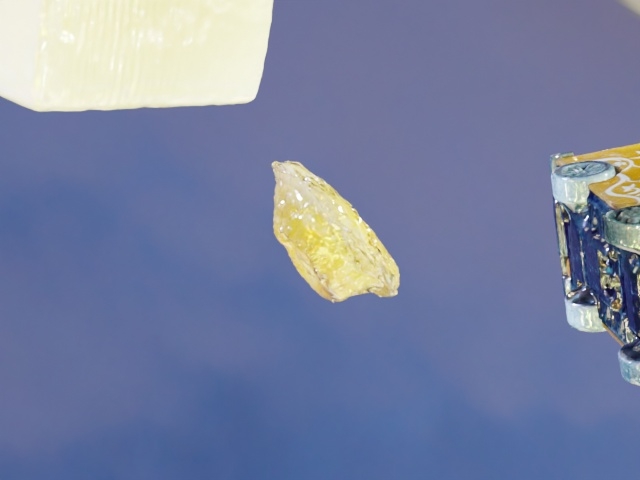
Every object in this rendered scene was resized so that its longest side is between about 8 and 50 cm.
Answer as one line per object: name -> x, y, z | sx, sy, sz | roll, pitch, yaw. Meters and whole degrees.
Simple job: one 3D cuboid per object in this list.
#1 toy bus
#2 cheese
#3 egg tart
toy bus -> 0.328, 0.017, 1.431 | 0.194, 0.162, 0.323 | -11, -162, -7
cheese -> -0.143, -0.244, 1.273 | 0.242, 0.266, 0.124 | -5, -158, -40
egg tart -> 0.000, 0.000, 1.145 | 0.049, 0.129, 0.129 | -43, -111, -10
